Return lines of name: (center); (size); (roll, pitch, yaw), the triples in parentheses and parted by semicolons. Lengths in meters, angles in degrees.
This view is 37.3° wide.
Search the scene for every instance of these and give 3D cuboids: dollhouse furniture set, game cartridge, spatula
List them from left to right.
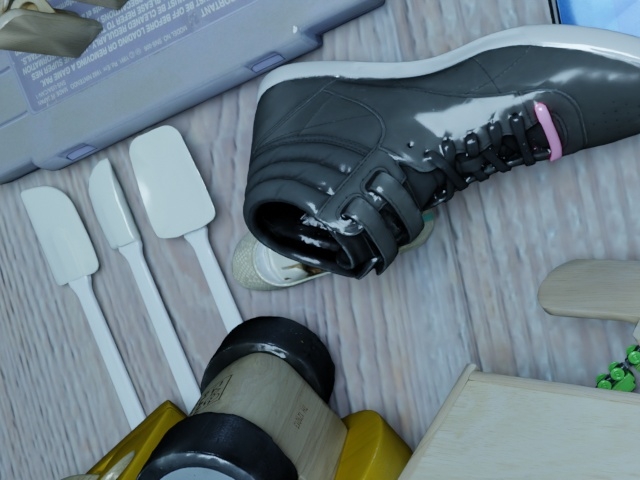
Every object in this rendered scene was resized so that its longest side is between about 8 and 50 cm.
dollhouse furniture set: (-0.226, -0.204, 0.646); (0.151, 0.123, 0.144); (47, 108, 7)
game cartridge: (-0.150, -0.202, 0.716); (0.355, 0.068, 0.230); (-21, 94, 20)
spatula: (-0.133, 0.046, 0.757); (0.168, 0.019, 0.241); (-21, 94, 21)
dollhouse furniture set: (0.226, 0.229, 0.621); (0.174, 0.303, 0.355); (1, 137, 51)

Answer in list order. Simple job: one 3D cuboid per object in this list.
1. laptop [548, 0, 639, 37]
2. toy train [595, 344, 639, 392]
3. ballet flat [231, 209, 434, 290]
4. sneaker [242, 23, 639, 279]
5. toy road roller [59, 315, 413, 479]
laptop: (0.231, -0.220, 0.542); (0.234, 0.264, 0.136); (-11, 57, 19)
toy train: (0.223, 0.080, 0.652); (0.024, 0.017, 0.083); (41, 108, -1)
ballet flat: (0.000, 0.000, 0.696); (0.168, 0.052, 0.057); (-18, 92, 20)
sneaker: (0.081, -0.046, 0.602); (0.296, 0.104, 0.146); (-2, 55, 24)
toy road roller: (-0.069, 0.240, 0.680); (0.329, 0.202, 0.240); (-39, 98, 21)
